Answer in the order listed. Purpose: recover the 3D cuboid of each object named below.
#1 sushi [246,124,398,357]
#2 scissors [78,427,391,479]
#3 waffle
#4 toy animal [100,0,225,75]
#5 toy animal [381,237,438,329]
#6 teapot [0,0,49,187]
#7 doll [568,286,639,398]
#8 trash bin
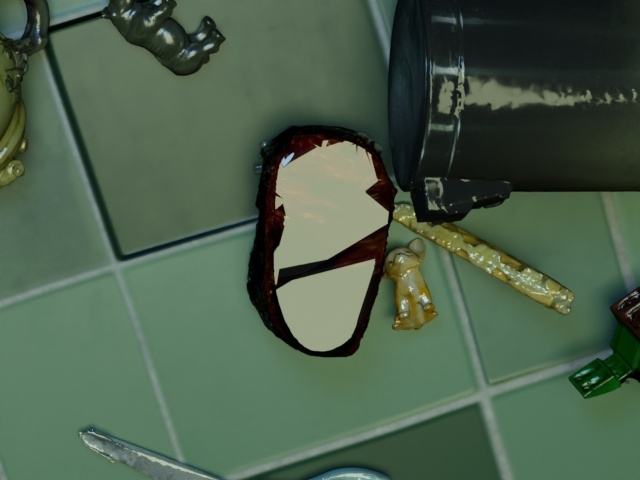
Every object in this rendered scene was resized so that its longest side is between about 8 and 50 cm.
[{"bbox_3d":[0.000,0.000,1.543,0.136,0.126,0.225,2,96,-6],"label":"sushi"},{"bbox_3d":[-0.087,0.275,1.637,0.360,0.029,0.191,26,99,-12],"label":"scissors"},{"bbox_3d":[0.151,0.013,1.562,0.191,0.125,0.032,26,96,-14],"label":"waffle"},{"bbox_3d":[-0.162,-0.213,1.512,0.135,0.047,0.065,36,104,-18],"label":"toy animal"},{"bbox_3d":[0.088,0.044,1.603,0.060,0.081,0.083,-19,68,5],"label":"toy animal"},{"bbox_3d":[-0.336,-0.129,1.466,0.269,0.173,0.182,-56,138,-14],"label":"teapot"},{"bbox_3d":[0.366,0.126,1.619,0.186,0.106,0.134,23,105,-27],"label":"doll"},{"bbox_3d":[0.227,-0.141,1.495,0.301,0.203,0.252,0,76,-8],"label":"trash bin"}]
